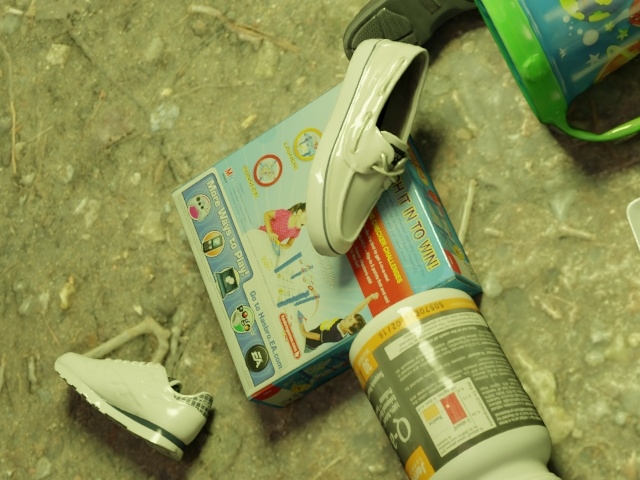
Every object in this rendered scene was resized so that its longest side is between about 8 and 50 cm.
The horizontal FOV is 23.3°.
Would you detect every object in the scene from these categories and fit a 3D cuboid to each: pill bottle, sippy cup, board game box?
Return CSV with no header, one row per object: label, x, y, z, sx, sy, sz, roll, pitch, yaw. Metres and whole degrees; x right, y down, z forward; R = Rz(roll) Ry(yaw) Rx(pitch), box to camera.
pill bottle,0.157,0.204,1.714,0.162,0.162,0.278,-36,61,16
sippy cup,0.296,-0.283,1.750,0.224,0.305,0.240,-28,36,7
board game box,0.000,0.000,1.905,0.302,0.086,0.308,-31,63,18

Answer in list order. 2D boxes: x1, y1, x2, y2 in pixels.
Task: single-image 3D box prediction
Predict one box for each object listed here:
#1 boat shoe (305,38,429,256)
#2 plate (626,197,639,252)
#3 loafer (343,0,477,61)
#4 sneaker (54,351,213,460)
boat shoe,0.061,-0.106,1.799,0.088,0.096,0.267,9,72,35
plate,0.494,0.034,1.640,0.278,0.045,0.277,-25,64,21
loafer,0.153,-0.324,1.905,0.302,0.109,0.095,-33,27,17
sneaker,-0.242,0.194,1.998,0.235,0.090,0.095,27,77,29
